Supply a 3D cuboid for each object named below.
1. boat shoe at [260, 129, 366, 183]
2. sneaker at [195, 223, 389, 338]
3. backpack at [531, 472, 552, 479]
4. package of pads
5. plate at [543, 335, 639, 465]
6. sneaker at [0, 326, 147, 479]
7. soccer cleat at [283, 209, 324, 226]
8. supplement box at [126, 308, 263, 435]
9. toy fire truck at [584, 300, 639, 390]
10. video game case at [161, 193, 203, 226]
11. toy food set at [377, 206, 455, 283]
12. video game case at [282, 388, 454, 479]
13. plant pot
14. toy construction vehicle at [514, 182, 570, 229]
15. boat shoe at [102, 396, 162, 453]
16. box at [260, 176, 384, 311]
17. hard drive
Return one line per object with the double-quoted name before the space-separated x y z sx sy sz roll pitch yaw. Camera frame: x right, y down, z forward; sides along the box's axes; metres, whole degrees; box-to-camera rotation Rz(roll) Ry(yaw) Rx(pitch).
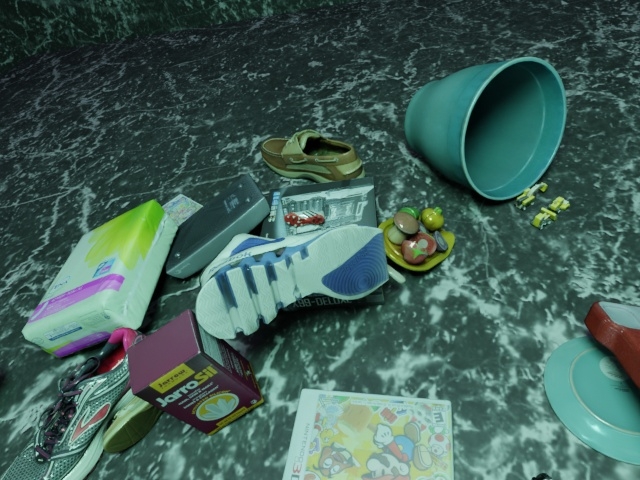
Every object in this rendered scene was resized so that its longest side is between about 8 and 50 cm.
"boat shoe" -0.025 -0.227 1.085 0.323 0.120 0.122 21 54 32
"sneaker" -0.060 0.033 0.692 0.315 0.128 0.182 -15 22 -21
"backpack" 0.333 0.318 0.349 0.253 0.225 0.191 1 67 10
"package of pads" -0.437 0.074 0.864 0.229 0.101 0.297 -21 39 20
"plate" 0.413 0.207 0.583 0.188 0.024 0.188 -8 44 8
"sneaker" -0.388 0.272 0.674 0.120 0.112 0.299 13 50 27
"soccer cleat" -0.032 -0.048 0.856 0.083 0.029 0.036 -1 35 9
"supplement box" -0.177 0.200 0.622 0.104 0.188 0.081 -32 45 -2
"toy fire truck" 0.515 0.167 0.496 0.302 0.170 0.254 7 27 5
"video game case" -0.364 -0.076 1.103 0.122 0.011 0.087 26 57 35
"toy food set" 0.179 -0.014 0.788 0.217 0.071 0.128 -25 63 -42
"video game case" 0.063 0.309 0.572 0.226 0.026 0.206 0 45 15
"plant pot" 0.331 -0.253 0.928 0.271 0.272 0.255 -28 30 -13
"toy construction vehicle" 0.448 -0.075 0.857 0.098 0.035 0.086 -28 45 -14
"boat shoe" -0.291 0.271 0.689 0.048 0.056 0.153 17 48 31
"box" 0.000 0.000 0.873 0.242 0.077 0.308 -6 43 10
"hard drive" -0.230 -0.032 0.933 0.254 0.054 0.172 -38 35 0
